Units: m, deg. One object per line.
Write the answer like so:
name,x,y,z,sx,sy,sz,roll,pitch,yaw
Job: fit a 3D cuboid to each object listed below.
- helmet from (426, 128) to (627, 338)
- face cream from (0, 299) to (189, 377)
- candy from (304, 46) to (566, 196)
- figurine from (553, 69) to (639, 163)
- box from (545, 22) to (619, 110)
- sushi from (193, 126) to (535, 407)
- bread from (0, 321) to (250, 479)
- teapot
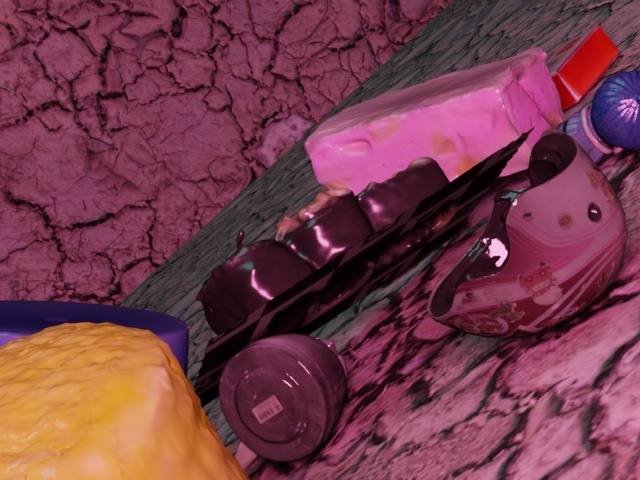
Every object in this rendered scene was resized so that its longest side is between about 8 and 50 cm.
helmet,0.172,0.012,1.068,0.177,0.107,0.153,-57,2,34
face cream,-0.251,0.180,1.286,0.249,0.225,0.249,4,3,0
candy,0.133,-0.116,1.539,0.265,0.115,0.155,-14,13,33
figurine,0.276,-0.115,1.318,0.149,0.087,0.086,-27,54,55
box,0.260,-0.181,1.729,0.123,0.050,0.229,-46,10,-37
sushi,0.000,0.000,1.330,0.373,0.100,0.296,-33,-12,-20
bread,-0.160,0.237,0.717,0.348,0.308,0.348,-32,11,7
teapot,-0.023,0.151,1.265,0.111,0.149,0.108,10,20,26
